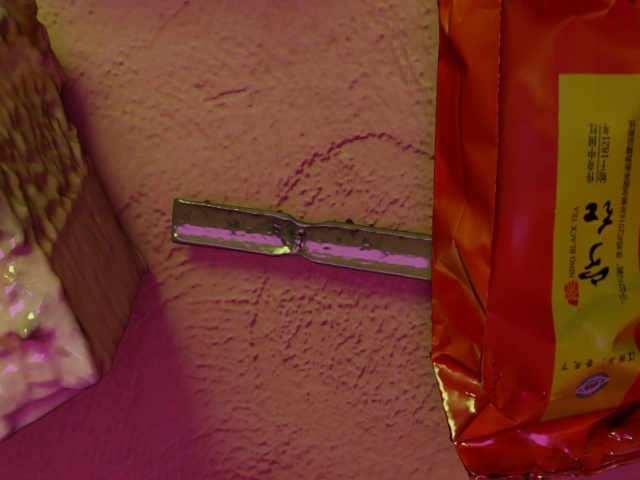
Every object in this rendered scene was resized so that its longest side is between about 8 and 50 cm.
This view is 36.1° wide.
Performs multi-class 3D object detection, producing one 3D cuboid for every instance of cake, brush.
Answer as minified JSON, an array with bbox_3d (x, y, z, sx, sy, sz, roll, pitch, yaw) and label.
[{"bbox_3d":[-0.313,-0.010,0.692,0.314,0.293,0.307,-26,105,9],"label":"cake"},{"bbox_3d":[0.000,0.000,0.816,0.247,0.036,0.043,8,100,-1],"label":"brush"}]

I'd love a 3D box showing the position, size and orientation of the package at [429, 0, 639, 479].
[{"bbox_3d":[0.187,-0.035,0.748,0.195,0.123,0.424,-4,101,-14],"label":"package"}]
